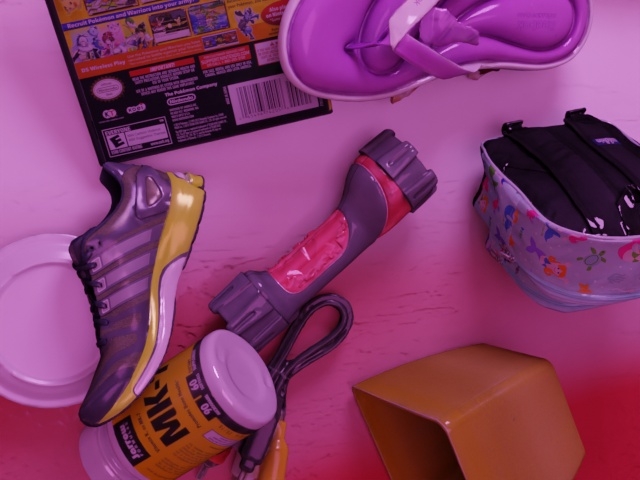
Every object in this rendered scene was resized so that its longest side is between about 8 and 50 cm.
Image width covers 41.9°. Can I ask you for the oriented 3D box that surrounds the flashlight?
[{"bbox_3d":[0.000,0.000,1.000,0.304,0.103,0.103,-40,80,-5],"label":"flashlight"}]

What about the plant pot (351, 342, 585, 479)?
[{"bbox_3d":[0.199,0.244,1.043,0.187,0.212,0.212,-28,104,-23],"label":"plant pot"}]

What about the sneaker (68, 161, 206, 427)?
[{"bbox_3d":[-0.221,0.051,0.909,0.121,0.111,0.300,20,68,-23],"label":"sneaker"}]

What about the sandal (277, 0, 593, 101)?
[{"bbox_3d":[0.152,-0.251,0.928,0.416,0.102,0.169,-14,110,-23],"label":"sandal"}]

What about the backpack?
[{"bbox_3d":[0.321,-0.025,1.004,0.225,0.253,0.191,-11,121,-15],"label":"backpack"}]

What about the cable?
[{"bbox_3d":[-0.067,0.186,1.046,0.139,0.072,0.287,25,79,0],"label":"cable"}]

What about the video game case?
[{"bbox_3d":[-0.140,-0.227,0.905,0.274,0.035,0.248,-14,119,-4],"label":"video game case"}]

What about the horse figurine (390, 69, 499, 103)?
[{"bbox_3d":[0.120,-0.293,1.006,0.174,0.066,0.263,-27,107,-4],"label":"horse figurine"}]

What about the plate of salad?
[{"bbox_3d":[-0.304,0.091,0.954,0.199,0.048,0.200,-1,95,-17],"label":"plate of salad"}]

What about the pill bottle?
[{"bbox_3d":[-0.163,0.200,0.943,0.208,0.119,0.119,-34,107,18],"label":"pill bottle"}]
